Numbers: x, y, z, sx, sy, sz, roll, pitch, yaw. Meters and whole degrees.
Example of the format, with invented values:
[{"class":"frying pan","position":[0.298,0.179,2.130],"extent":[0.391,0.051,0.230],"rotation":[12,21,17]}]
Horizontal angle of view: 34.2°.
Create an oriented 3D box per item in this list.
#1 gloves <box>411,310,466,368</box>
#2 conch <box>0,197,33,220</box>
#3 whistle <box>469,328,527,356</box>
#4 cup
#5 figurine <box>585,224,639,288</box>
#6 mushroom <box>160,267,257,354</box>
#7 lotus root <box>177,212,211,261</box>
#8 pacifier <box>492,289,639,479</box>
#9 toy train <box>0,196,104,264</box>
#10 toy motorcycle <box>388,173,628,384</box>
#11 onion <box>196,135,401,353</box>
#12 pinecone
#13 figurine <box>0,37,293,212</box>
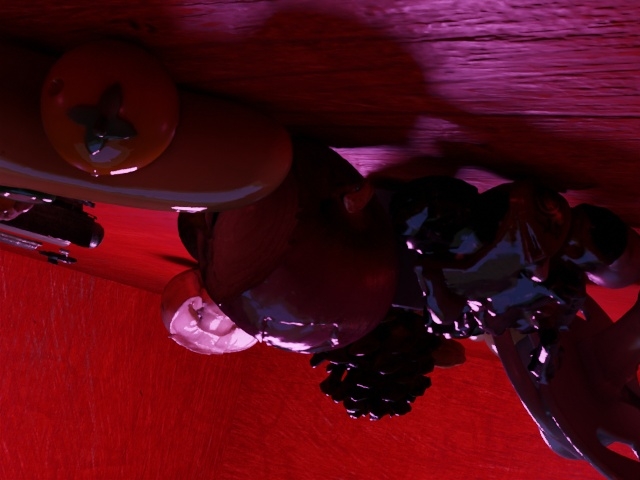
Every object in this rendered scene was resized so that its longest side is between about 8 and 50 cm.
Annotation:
[{"class":"gloves","position":[0.157,0.141,1.850],"extent":[0.141,0.154,0.331],"rotation":[-8,158,24]},{"class":"conch","position":[-0.453,-0.069,1.355],"extent":[0.245,0.163,0.178],"rotation":[-16,-167,-8]},{"class":"whistle","position":[0.282,0.100,1.583],"extent":[0.141,0.141,0.294],"rotation":[15,-171,-18]},{"class":"cup","position":[0.098,0.009,1.141],"extent":[0.128,0.129,0.095],"rotation":[10,179,-3]},{"class":"figurine","position":[0.301,0.015,1.069],"extent":[0.067,0.071,0.083],"rotation":[-30,178,1]},{"class":"mushroom","position":[-0.258,0.140,2.455],"extent":[0.254,0.195,0.189],"rotation":[14,-155,-37]},{"class":"lotus root","position":[-0.124,-0.017,1.340],"extent":[0.120,0.120,0.209],"rotation":[13,171,-1]},{"class":"pacifier","position":[0.363,0.132,1.291],"extent":[0.288,0.343,0.269],"rotation":[22,126,-33]},{"class":"toy train","position":[-0.497,-0.045,1.640],"extent":[0.307,0.126,0.189],"rotation":[19,170,-42]},{"class":"toy motorcycle","position":[0.198,0.045,1.044],"extent":[0.207,0.134,0.401],"rotation":[-7,147,10]},{"class":"onion","position":[-0.010,0.009,0.988],"extent":[0.201,0.200,0.207],"rotation":[19,-165,-39]},{"class":"pinecone","position":[0.068,0.148,1.585],"extent":[0.246,0.292,0.246],"rotation":[-11,-156,5]},{"class":"figurine","position":[-0.181,-0.099,0.865],"extent":[0.325,0.124,0.222],"rotation":[10,169,-6]}]
